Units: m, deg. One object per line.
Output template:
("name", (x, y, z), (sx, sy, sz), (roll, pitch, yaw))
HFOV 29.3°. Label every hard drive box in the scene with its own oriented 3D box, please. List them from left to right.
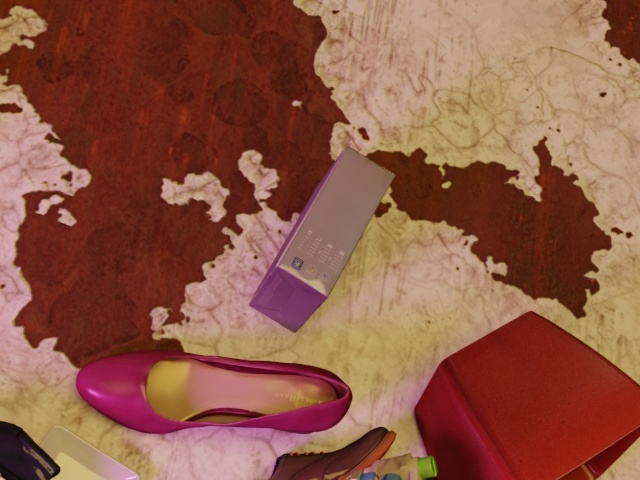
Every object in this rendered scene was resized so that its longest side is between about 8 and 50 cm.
("hard drive box", (0.000, 0.000, 1.845), (0.089, 0.181, 0.232), (31, 64, -4))

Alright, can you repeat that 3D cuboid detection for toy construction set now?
("toy construction set", (0.121, 0.434, 1.682), (0.151, 0.215, 0.328), (-2, 110, 13))

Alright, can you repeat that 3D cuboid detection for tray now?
("tray", (-0.373, 0.396, 1.652), (0.145, 0.030, 0.270), (33, 63, -3))

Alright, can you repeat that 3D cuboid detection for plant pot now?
("plant pot", (0.290, 0.266, 1.798), (0.267, 0.267, 0.236), (-26, 67, -25))

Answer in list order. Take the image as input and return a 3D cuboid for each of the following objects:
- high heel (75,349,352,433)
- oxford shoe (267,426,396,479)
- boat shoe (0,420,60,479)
("high heel", (-0.147, 0.200, 1.717), (0.377, 0.181, 0.127), (6, 67, -15))
("oxford shoe", (-0.008, 0.331, 1.760), (0.271, 0.097, 0.098), (-30, 74, -26))
("boat shoe", (-0.502, 0.278, 1.610), (0.340, 0.127, 0.158), (35, 48, 8))
